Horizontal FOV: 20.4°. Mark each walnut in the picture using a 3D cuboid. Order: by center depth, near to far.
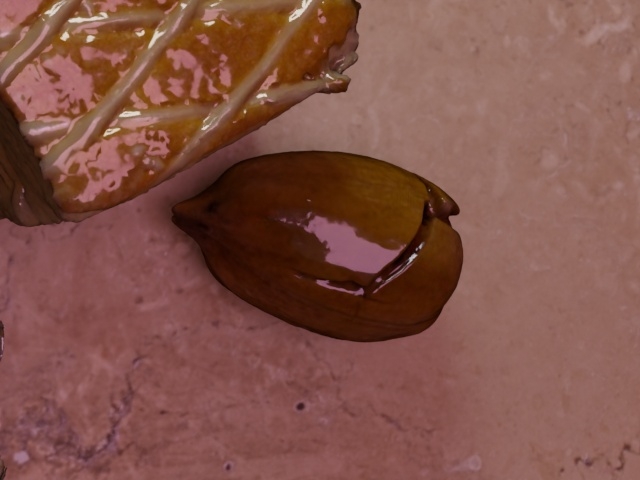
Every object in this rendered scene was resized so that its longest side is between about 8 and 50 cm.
[{"bbox_3d":[0.000,0.000,1.924,0.336,0.209,0.209,10,90,-19],"label":"walnut"}]

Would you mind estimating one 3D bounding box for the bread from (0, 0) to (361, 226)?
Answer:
[{"bbox_3d":[-0.210,-0.240,1.754,0.390,0.279,0.371,-32,105,-20],"label":"bread"}]

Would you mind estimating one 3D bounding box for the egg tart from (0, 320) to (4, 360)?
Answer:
[{"bbox_3d":[-0.419,0.103,1.787,0.232,0.098,0.252,30,77,-28],"label":"egg tart"}]

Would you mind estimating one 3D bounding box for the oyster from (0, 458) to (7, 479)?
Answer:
[{"bbox_3d":[-0.396,0.305,1.814,0.209,0.072,0.133,-38,123,-11],"label":"oyster"}]
